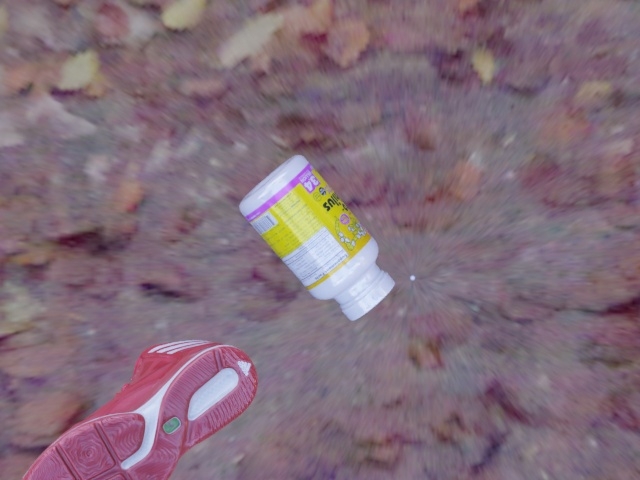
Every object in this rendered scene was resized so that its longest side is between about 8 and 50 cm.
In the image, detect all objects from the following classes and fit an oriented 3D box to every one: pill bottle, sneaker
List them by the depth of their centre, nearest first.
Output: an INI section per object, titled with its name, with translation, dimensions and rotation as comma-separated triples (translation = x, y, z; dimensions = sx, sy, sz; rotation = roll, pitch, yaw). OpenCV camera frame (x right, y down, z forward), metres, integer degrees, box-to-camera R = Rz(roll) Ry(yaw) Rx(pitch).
[pill bottle]
translation = 0.000, 0.000, 0.920
dimensions = 0.043, 0.043, 0.083
rotation = -40, 97, 1
[sneaker]
translation = -0.160, 0.161, 1.539
dimensions = 0.221, 0.128, 0.087
rotation = -29, 102, -11
